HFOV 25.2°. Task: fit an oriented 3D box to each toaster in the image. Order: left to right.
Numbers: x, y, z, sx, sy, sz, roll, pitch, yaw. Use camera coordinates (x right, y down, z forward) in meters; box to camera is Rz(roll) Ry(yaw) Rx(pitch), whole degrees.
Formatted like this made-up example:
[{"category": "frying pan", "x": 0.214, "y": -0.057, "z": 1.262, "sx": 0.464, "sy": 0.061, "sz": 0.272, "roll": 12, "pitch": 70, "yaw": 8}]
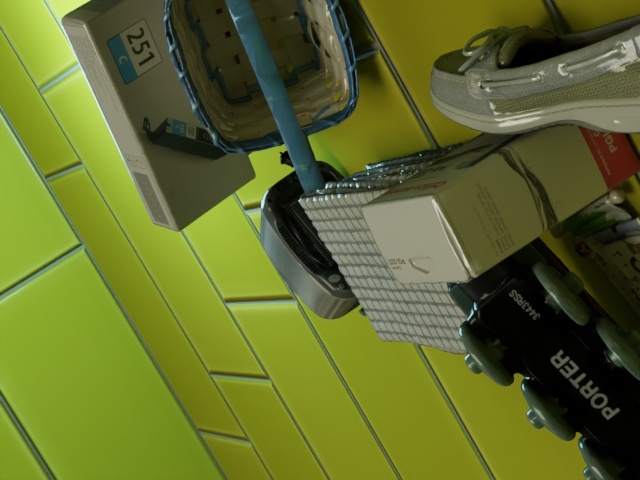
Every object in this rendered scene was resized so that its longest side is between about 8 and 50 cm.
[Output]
[{"category": "toaster", "x": 0.000, "y": 0.000, "z": 1.914, "sx": 0.227, "sy": 0.129, "sz": 0.146, "roll": 49, "pitch": 159, "yaw": 14}]

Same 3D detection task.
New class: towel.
[{"category": "towel", "x": 0.128, "y": 0.012, "z": 1.684, "sx": 0.235, "sy": 0.121, "sz": 0.284, "roll": 60, "pitch": 156, "yaw": -12}]

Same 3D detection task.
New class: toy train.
[{"category": "toy train", "x": 0.260, "y": 0.117, "z": 1.456, "sx": 0.334, "sy": 0.142, "sz": 0.190, "roll": 44, "pitch": -164, "yaw": -13}]

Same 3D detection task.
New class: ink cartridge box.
[{"category": "ink cartridge box", "x": -0.153, "y": -0.203, "z": 1.781, "sx": 0.066, "sy": 0.261, "sz": 0.296, "roll": 15, "pitch": 135, "yaw": 48}, {"category": "ink cartridge box", "x": 0.169, "y": -0.049, "z": 1.371, "sx": 0.092, "sy": 0.218, "sz": 0.158, "roll": 61, "pitch": 158, "yaw": -10}]

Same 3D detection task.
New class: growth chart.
[{"category": "growth chart", "x": 0.338, "y": 0.049, "z": 1.423, "sx": 0.237, "sy": 0.021, "sz": 0.172, "roll": 51, "pitch": 158, "yaw": 7}]

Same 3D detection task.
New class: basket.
[{"category": "basket", "x": -0.065, "y": -0.214, "z": 1.612, "sx": 0.289, "sy": 0.201, "sz": 0.254, "roll": -101, "pitch": -8, "yaw": -59}]

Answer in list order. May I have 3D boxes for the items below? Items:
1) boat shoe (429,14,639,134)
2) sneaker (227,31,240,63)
[{"category": "boat shoe", "x": 0.215, "y": -0.159, "z": 1.276, "sx": 0.320, "sy": 0.118, "sz": 0.103, "roll": 12, "pitch": 126, "yaw": 55}, {"category": "sneaker", "x": -0.172, "y": -0.281, "z": 1.928, "sx": 0.330, "sy": 0.122, "sz": 0.146, "roll": 61, "pitch": 176, "yaw": -14}]
